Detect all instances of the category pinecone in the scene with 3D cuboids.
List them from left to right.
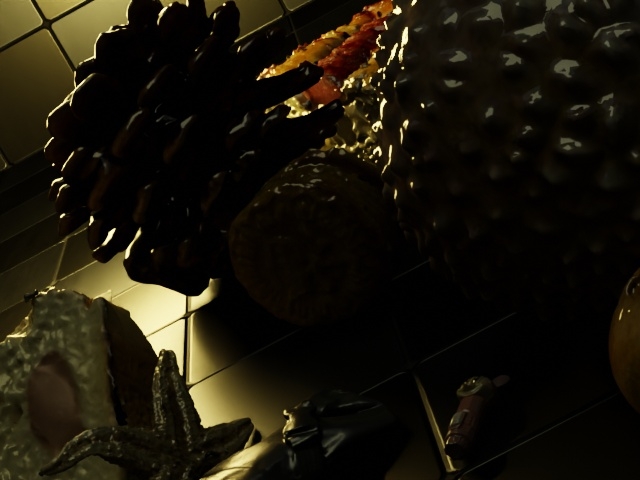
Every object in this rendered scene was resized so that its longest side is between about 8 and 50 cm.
[{"bbox_3d":[-0.145,-0.121,2.017,0.397,0.398,0.398,-27,17,9],"label":"pinecone"}]

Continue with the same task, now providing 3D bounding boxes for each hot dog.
[{"bbox_3d":[0.120,-0.253,2.226,0.365,0.196,0.367,-35,20,-31],"label":"hot dog"}]

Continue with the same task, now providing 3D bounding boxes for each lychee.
[{"bbox_3d":[0.225,-0.108,1.299,0.380,0.380,0.432,-34,29,-14],"label":"lychee"}]

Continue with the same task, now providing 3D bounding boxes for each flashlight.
[{"bbox_3d":[0.124,0.144,1.317,0.052,0.031,0.110,-20,19,29],"label":"flashlight"}]

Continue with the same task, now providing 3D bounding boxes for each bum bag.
[{"bbox_3d":[-0.045,0.200,1.386,0.248,0.060,0.123,-38,18,-28],"label":"bum bag"}]

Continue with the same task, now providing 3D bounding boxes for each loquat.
[{"bbox_3d":[0.271,0.073,1.110,0.141,0.141,0.141,-27,17,9],"label":"loquat"}]

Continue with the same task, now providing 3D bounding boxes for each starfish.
[{"bbox_3d":[-0.161,0.198,1.483,0.247,0.138,0.050,-43,-17,-50],"label":"starfish"}]

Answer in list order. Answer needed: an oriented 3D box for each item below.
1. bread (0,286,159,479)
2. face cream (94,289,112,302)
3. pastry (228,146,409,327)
[{"bbox_3d":[-0.270,0.163,1.602,0.183,0.211,0.224,-18,14,15],"label":"bread"},{"bbox_3d":[-0.310,0.112,2.100,0.092,0.058,0.243,-36,11,-5],"label":"face cream"},{"bbox_3d":[0.000,0.000,1.690,0.188,0.189,0.103,-20,22,30],"label":"pastry"}]
